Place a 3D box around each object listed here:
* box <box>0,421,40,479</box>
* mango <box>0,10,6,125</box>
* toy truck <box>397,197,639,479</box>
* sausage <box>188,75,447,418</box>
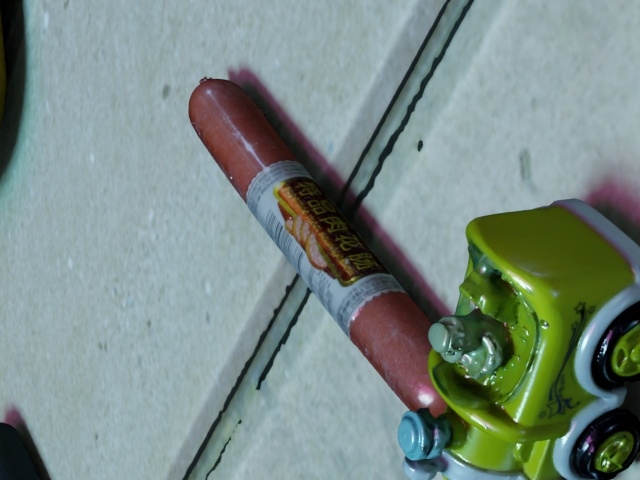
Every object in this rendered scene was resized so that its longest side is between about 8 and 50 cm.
[{"bbox_3d":[-0.216,0.242,1.093,0.160,0.050,0.230,56,138,37],"label":"box"},{"bbox_3d":[-0.249,-0.120,1.042,0.138,0.113,0.253,31,112,57],"label":"mango"},{"bbox_3d":[0.067,0.045,0.592,0.076,0.077,0.111,45,130,46],"label":"toy truck"},{"bbox_3d":[0.000,0.000,0.735,0.253,0.034,0.034,51,135,40],"label":"sausage"}]
